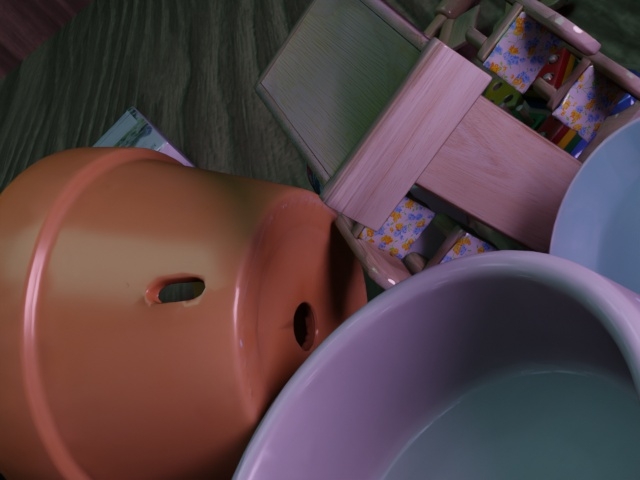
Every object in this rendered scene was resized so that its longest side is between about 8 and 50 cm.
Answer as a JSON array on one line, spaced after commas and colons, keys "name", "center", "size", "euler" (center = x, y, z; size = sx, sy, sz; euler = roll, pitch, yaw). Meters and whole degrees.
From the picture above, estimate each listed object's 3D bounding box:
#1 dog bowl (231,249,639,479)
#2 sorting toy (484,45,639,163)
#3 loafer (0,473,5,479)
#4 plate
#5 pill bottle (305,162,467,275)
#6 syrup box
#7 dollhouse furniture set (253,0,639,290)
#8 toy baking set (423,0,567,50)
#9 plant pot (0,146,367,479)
[{"name": "dog bowl", "center": [0.072, 0.158, 0.534], "size": [0.348, 0.102, 0.349], "euler": [-35, 33, 27]}, {"name": "sorting toy", "center": [0.197, -0.110, 0.839], "size": [0.132, 0.046, 0.274], "euler": [-48, 28, -9]}, {"name": "loafer", "center": [-0.330, 0.189, 1.102], "size": [0.061, 0.062, 0.170], "euler": [-39, 27, 19]}, {"name": "plate", "center": [0.211, 0.015, 0.594], "size": [0.188, 0.024, 0.188], "euler": [-10, 78, 55]}, {"name": "pill bottle", "center": [0.056, -0.044, 0.864], "size": [0.108, 0.108, 0.180], "euler": [-41, 28, 6]}, {"name": "syrup box", "center": [-0.226, -0.093, 1.311], "size": [0.093, 0.096, 0.237], "euler": [-46, 28, -1]}, {"name": "dollhouse furniture set", "center": [0.098, -0.054, 0.655], "size": [0.212, 0.242, 0.161], "euler": [-54, 33, 15]}, {"name": "toy baking set", "center": [0.218, -0.283, 1.070], "size": [0.196, 0.030, 0.256], "euler": [9, 58, 53]}, {"name": "plant pot", "center": [-0.095, 0.064, 0.763], "size": [0.203, 0.291, 0.291], "euler": [-4, 45, 28]}]
